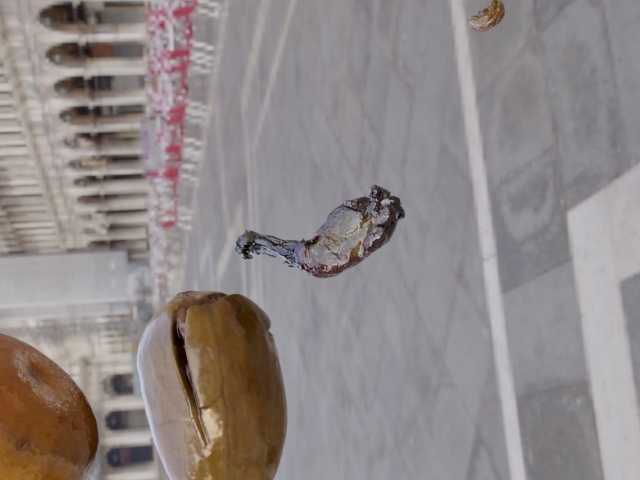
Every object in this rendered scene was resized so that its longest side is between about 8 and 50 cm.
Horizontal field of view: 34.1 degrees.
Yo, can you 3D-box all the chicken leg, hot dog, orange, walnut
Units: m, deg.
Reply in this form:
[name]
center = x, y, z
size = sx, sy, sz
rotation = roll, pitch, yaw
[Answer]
[chicken leg]
center = 0.000, 0.000, 1.446
size = 0.051, 0.253, 0.106
rotation = 6, -110, -69
[hot dog]
center = 0.258, -0.343, 1.606
size = 0.035, 0.058, 0.083
rotation = 55, -174, -4
[orange]
center = -0.359, 0.210, 1.160
size = 0.224, 0.170, 0.224
rotation = 44, -172, -8
[walnut]
center = -0.144, 0.232, 1.446
size = 0.209, 0.209, 0.336
rotation = 135, 128, -76
